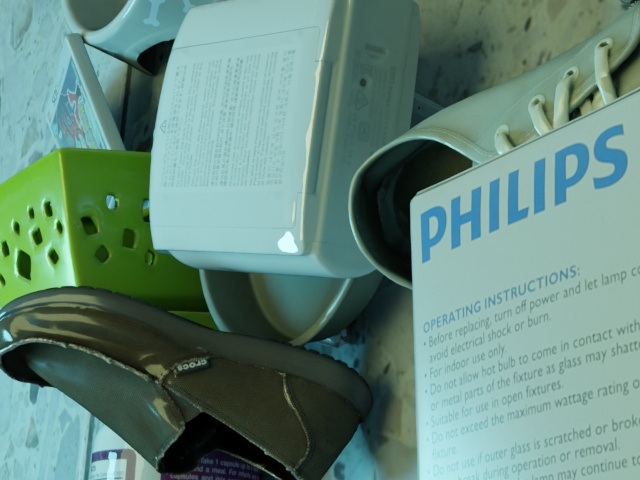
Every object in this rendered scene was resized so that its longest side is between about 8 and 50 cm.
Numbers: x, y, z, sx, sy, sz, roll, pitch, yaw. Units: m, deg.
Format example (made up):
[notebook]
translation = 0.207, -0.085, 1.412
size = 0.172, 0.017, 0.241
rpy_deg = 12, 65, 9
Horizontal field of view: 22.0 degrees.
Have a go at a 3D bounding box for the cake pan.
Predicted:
[cake pan]
translation = -0.019, -0.032, 1.561
size = 0.293, 0.054, 0.293
rpy_deg = -19, 67, 52

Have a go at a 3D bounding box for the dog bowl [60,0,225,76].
[dog bowl]
translation = -0.206, -0.375, 1.974
size = 0.348, 0.102, 0.349
rpy_deg = -22, 63, 54

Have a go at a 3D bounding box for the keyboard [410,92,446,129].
[keyboard]
translation = 0.127, -0.064, 1.429
size = 0.256, 0.014, 0.072
rpy_deg = 37, 117, 56

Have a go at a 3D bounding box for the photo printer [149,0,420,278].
[photo printer]
translation = -0.048, -0.096, 1.477
size = 0.307, 0.107, 0.256
rpy_deg = 0, 82, 55

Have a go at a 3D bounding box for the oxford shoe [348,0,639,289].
[oxford shoe]
translation = 0.188, -0.063, 1.093
size = 0.449, 0.130, 0.169
rpy_deg = -24, 85, 42

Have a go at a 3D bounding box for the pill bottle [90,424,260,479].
[pill bottle]
translation = -0.143, 0.264, 1.614
size = 0.169, 0.169, 0.302
rpy_deg = -18, 65, 55

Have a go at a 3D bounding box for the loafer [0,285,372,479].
[loafer]
translation = -0.142, 0.139, 1.492
size = 0.134, 0.365, 0.130
rpy_deg = 70, -145, -60

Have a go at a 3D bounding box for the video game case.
[video game case]
translation = -0.283, -0.119, 2.000
size = 0.201, 0.023, 0.183
rpy_deg = 66, 154, 19

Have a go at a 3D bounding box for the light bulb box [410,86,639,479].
[light bulb box]
translation = 0.248, 0.145, 0.836
size = 0.225, 0.358, 0.361
rpy_deg = -24, 60, 51

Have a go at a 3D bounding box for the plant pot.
[plant pot]
translation = -0.221, 0.033, 1.768
size = 0.228, 0.227, 0.207
rpy_deg = -25, 66, 52

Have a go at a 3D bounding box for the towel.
[towel]
translation = 0.000, 0.000, 1.600
size = 0.144, 0.029, 0.197
rpy_deg = 13, 92, 56

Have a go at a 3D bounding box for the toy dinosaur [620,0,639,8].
[toy dinosaur]
translation = 0.293, -0.231, 1.127
size = 0.322, 0.164, 0.218
rpy_deg = -52, 52, 8
